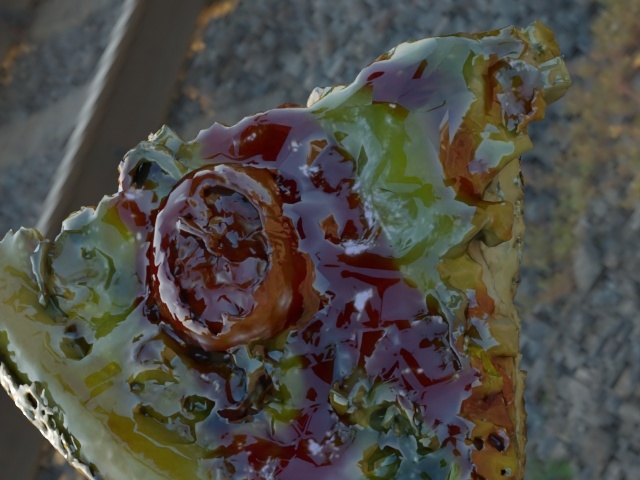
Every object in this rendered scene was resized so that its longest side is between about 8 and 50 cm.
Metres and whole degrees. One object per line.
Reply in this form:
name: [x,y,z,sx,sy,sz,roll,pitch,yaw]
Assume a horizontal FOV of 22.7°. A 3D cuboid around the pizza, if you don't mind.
pizza: [0.000,0.000,0.996,0.440,0.130,0.406,29,79,24]
